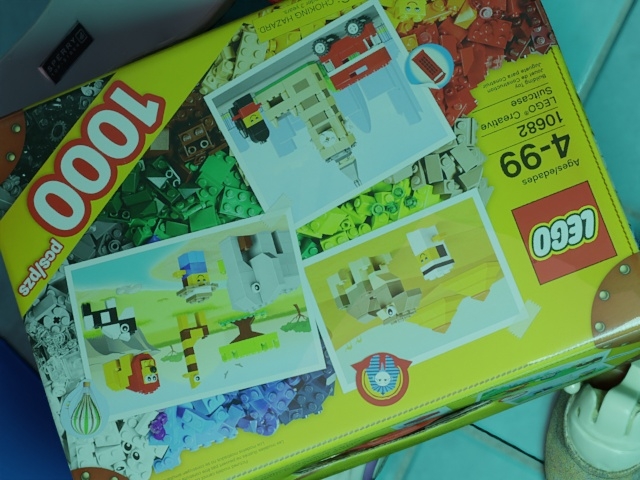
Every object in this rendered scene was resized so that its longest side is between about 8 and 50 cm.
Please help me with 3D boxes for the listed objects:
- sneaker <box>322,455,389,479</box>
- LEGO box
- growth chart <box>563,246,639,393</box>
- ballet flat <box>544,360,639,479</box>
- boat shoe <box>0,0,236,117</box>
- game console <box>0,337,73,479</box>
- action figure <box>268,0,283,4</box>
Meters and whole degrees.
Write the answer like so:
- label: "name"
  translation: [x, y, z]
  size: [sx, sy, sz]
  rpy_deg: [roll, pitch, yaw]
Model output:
- label: "sneaker"
  translation: [-0.020, 0.207, 1.823]
  size: [0.152, 0.114, 0.305]
  rpy_deg: [25, 97, 10]
- label: "LEGO box"
  translation: [0.000, 0.000, 1.677]
  size: [0.500, 0.193, 0.372]
  rpy_deg: [-22, 77, 8]
- label: "growth chart"
  translation: [0.171, 0.043, 1.793]
  size: [0.237, 0.021, 0.172]
  rpy_deg: [25, 94, 30]
- label: "ballet flat"
  translation: [0.284, 0.114, 1.756]
  size: [0.108, 0.106, 0.316]
  rpy_deg: [24, 97, 10]
- label: "boat shoe"
  translation: [-0.164, -0.201, 1.821]
  size: [0.367, 0.156, 0.136]
  rpy_deg: [-43, 81, 29]
- label: "game console"
  translation: [-0.331, 0.289, 1.943]
  size: [0.293, 0.173, 0.250]
  rpy_deg: [45, 131, 8]
- label: "action figure"
  translation: [0.032, -0.269, 1.696]
  size: [0.139, 0.280, 0.091]
  rpy_deg: [-29, 85, 35]
